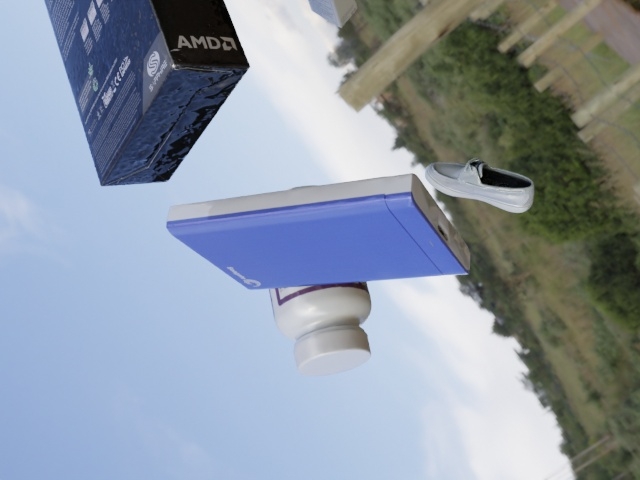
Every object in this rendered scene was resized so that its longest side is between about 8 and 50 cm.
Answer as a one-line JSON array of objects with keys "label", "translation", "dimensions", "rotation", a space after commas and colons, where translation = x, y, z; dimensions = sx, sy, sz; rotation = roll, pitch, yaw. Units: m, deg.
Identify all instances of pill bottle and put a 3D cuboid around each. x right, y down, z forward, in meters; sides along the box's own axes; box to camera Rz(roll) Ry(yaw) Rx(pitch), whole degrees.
[{"label": "pill bottle", "translation": [-0.007, 0.071, 1.318], "dimensions": [0.169, 0.169, 0.301], "rotation": [29, -138, -55]}]

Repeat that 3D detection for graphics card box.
[{"label": "graphics card box", "translation": [-0.219, -0.273, 0.849], "dimensions": [0.094, 0.233, 0.370], "rotation": [-6, -113, -37]}]

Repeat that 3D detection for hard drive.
[{"label": "hard drive", "translation": [0.000, 0.000, 0.954], "dimensions": [0.210, 0.319, 0.040], "rotation": [43, -132, -52]}]

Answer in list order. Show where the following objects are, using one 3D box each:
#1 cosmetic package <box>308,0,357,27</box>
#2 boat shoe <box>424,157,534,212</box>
[{"label": "cosmetic package", "translation": [0.009, -0.348, 1.047], "dimensions": [0.060, 0.041, 0.115], "rotation": [36, 173, 18]}, {"label": "boat shoe", "translation": [0.324, -0.129, 1.556], "dimensions": [0.228, 0.081, 0.079], "rotation": [19, -129, 17]}]
